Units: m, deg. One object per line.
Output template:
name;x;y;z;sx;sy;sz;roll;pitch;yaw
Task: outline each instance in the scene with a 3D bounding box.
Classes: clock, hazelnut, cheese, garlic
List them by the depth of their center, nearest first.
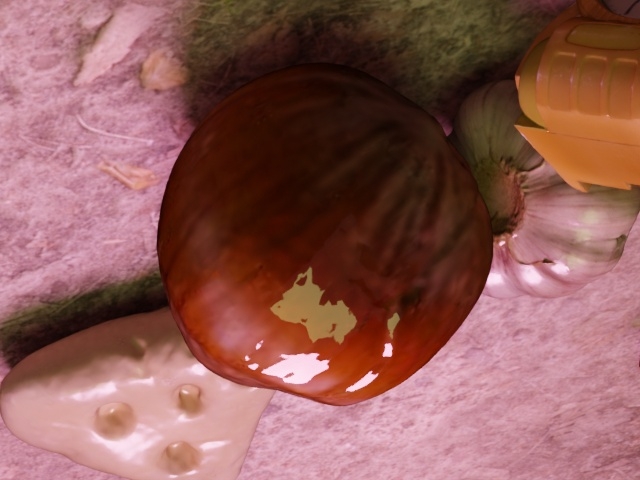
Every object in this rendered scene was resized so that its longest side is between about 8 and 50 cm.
clock;0.352;-0.204;1.649;0.244;0.317;0.200;14;154;40
hazelnut;0.000;0.000;1.771;0.372;0.315;0.372;6;118;12
garlic;0.266;-0.067;1.864;0.253;0.245;0.245;-16;147;-41
cheese;-0.211;0.157;2.052;0.328;0.130;0.351;10;133;-17

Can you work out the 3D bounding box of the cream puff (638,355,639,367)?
cream puff;0.481;0.152;2.165;0.149;0.084;0.149;-5;134;-5
